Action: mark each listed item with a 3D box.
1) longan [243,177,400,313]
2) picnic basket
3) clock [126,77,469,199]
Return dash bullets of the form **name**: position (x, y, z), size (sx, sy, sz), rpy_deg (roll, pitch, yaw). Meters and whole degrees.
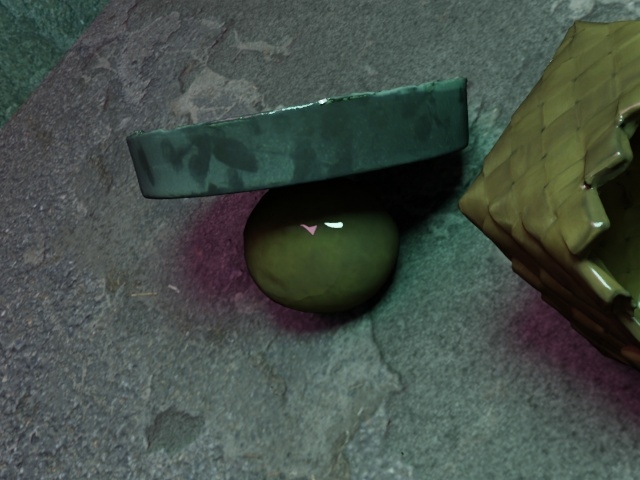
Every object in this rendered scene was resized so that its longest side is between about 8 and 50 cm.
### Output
- **longan**: position (0.000, 0.000, 1.014), size (0.189, 0.189, 0.189), rpy_deg (-24, 45, 27)
- **picnic basket**: position (0.299, -0.014, 0.649), size (0.254, 0.291, 0.321), rpy_deg (-55, 31, -8)
- **clock**: position (-0.021, -0.114, 1.004), size (0.386, 0.386, 0.077), rpy_deg (-2, 100, 41)
